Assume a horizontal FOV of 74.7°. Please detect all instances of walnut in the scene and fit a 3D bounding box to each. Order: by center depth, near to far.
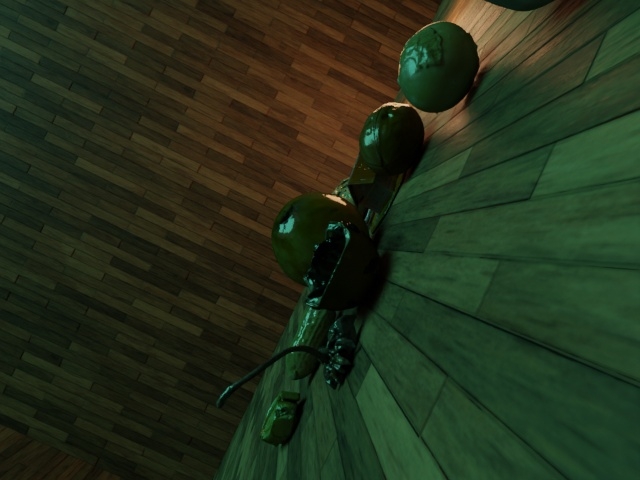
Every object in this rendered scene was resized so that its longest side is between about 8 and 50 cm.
[{"bbox_3d":[0.185,-0.265,1.091,0.167,0.167,0.207,121,170,-60],"label":"walnut"}]

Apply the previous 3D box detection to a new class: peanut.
[{"bbox_3d":[-0.028,0.258,1.088,0.214,0.090,0.098,-64,15,-12],"label":"peanut"}]

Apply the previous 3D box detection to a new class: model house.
[{"bbox_3d":[0.137,-0.153,1.202,0.219,0.135,0.207,-66,4,-35],"label":"model house"}]

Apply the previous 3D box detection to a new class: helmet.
[{"bbox_3d":[0.056,0.062,0.890,0.224,0.129,0.199,-124,55,-73],"label":"helmet"}]

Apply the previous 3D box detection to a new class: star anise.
[{"bbox_3d":[-0.052,0.218,0.772,0.148,0.227,0.219,134,151,-61],"label":"star anise"}]

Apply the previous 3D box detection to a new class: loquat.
[{"bbox_3d":[0.000,0.000,1.119,0.263,0.263,0.263,-64,3,6],"label":"loquat"}]

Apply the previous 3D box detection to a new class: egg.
[{"bbox_3d":[0.241,-0.360,0.868,0.164,0.164,0.202,121,166,-63],"label":"egg"}]

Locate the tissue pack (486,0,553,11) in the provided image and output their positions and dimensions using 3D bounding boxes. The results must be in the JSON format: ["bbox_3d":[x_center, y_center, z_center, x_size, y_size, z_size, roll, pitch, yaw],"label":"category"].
[{"bbox_3d":[0.274,-0.468,0.511,0.333,0.229,0.236,-64,3,-3],"label":"tissue pack"}]

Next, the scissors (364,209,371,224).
[{"bbox_3d":[0.165,-0.095,1.371,0.189,0.015,0.100,-59,-12,-50],"label":"scissors"}]

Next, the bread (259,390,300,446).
[{"bbox_3d":[-0.094,0.434,1.027,0.156,0.064,0.118,121,170,-53],"label":"bread"}]

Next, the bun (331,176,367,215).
[{"bbox_3d":[0.103,-0.139,1.631,0.287,0.146,0.287,-63,1,2],"label":"bun"}]
